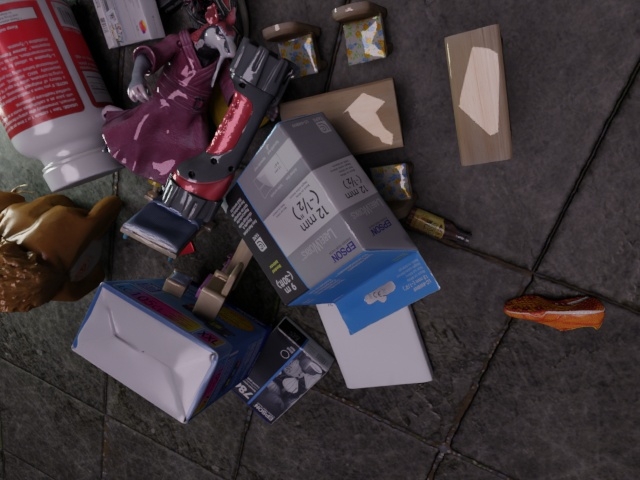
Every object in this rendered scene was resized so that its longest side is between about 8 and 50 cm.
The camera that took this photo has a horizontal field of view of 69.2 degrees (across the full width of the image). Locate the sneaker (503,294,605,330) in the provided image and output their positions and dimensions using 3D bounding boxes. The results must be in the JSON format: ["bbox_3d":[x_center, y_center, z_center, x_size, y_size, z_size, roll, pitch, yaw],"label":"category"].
[{"bbox_3d":[0.444,0.145,0.889,0.175,0.064,0.067,2,120,24],"label":"sneaker"}]

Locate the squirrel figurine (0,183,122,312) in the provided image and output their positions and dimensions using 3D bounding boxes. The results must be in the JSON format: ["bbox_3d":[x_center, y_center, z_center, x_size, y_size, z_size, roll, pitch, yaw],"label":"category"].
[{"bbox_3d":[-0.761,-0.001,1.123,0.370,0.397,0.281,26,122,1],"label":"squirrel figurine"}]

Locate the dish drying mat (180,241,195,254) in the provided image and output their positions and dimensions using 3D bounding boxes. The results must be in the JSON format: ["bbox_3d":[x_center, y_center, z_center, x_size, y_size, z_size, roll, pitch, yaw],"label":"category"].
[{"bbox_3d":[-0.358,0.021,1.191,0.083,0.008,0.032,-12,104,26],"label":"dish drying mat"}]

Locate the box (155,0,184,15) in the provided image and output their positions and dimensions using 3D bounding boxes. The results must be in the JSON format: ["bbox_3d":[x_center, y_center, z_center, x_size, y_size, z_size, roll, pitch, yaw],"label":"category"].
[{"bbox_3d":[-0.261,-0.601,0.883,0.270,0.060,0.216,-18,102,27],"label":"box"}]

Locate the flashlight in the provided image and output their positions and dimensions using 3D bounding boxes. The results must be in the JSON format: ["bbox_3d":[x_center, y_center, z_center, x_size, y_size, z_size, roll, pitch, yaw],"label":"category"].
[{"bbox_3d":[-0.162,-0.180,0.774,0.103,0.103,0.304,32,108,8],"label":"flashlight"}]

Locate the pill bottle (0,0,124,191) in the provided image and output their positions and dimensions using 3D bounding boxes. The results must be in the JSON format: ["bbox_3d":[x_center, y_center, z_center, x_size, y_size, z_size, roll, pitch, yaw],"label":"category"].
[{"bbox_3d":[-0.598,-0.327,1.027,0.229,0.229,0.408,-15,103,26],"label":"pill bottle"}]

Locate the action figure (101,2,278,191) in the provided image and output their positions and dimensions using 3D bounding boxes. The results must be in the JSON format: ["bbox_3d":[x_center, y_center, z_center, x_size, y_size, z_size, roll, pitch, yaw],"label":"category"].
[{"bbox_3d":[-0.253,-0.281,0.898,0.248,0.276,0.370,18,119,-36],"label":"action figure"}]

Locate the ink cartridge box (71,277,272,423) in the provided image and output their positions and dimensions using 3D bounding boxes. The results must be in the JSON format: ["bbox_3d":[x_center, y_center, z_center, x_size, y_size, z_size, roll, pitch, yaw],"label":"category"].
[{"bbox_3d":[-0.281,0.204,1.010,0.270,0.395,0.151,29,91,10],"label":"ink cartridge box"}]

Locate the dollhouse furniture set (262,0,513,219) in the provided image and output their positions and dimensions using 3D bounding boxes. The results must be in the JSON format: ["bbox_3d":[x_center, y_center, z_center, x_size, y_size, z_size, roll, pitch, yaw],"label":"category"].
[{"bbox_3d":[0.103,-0.209,0.777,0.394,0.256,0.362,-6,107,23],"label":"dollhouse furniture set"}]

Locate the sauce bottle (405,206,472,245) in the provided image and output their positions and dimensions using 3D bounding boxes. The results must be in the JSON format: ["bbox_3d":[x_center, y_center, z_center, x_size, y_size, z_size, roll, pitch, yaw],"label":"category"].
[{"bbox_3d":[0.234,-0.027,0.917,0.128,0.042,0.042,23,116,13],"label":"sauce bottle"}]

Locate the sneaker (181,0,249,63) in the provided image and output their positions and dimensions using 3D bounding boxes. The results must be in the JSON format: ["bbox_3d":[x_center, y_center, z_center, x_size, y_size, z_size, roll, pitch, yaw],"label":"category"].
[{"bbox_3d":[-0.216,-0.455,0.839,0.120,0.112,0.299,-4,143,9],"label":"sneaker"}]

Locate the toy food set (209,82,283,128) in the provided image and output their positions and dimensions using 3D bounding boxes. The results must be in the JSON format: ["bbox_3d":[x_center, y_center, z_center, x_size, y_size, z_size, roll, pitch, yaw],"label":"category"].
[{"bbox_3d":[-0.157,-0.282,0.958,0.217,0.071,0.128,1,93,32],"label":"toy food set"}]

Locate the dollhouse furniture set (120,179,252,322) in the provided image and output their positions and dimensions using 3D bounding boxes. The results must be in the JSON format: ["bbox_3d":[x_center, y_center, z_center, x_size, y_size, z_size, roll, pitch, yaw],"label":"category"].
[{"bbox_3d":[-0.272,-0.045,0.973,0.303,0.286,0.198,29,118,-4],"label":"dollhouse furniture set"}]

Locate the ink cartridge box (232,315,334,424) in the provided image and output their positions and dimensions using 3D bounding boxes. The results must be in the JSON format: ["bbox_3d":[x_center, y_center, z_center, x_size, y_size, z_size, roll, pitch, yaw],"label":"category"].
[{"bbox_3d":[-0.125,0.357,1.197,0.165,0.065,0.333,40,120,3],"label":"ink cartridge box"}]

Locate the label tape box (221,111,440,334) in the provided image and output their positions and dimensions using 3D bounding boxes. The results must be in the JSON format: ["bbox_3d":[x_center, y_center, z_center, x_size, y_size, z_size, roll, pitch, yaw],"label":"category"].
[{"bbox_3d":[0.000,0.000,0.796,0.348,0.115,0.249,58,138,7],"label":"label tape box"}]

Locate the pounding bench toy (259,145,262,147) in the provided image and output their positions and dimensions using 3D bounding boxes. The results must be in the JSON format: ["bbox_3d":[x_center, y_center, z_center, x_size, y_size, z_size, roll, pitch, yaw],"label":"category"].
[{"bbox_3d":[-0.069,-0.181,0.960,0.083,0.065,0.052,0,111,33],"label":"pounding bench toy"}]

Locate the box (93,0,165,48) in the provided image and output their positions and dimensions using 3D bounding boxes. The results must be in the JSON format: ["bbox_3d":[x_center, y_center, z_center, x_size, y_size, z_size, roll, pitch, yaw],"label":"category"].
[{"bbox_3d":[-0.403,-0.482,0.955,0.186,0.038,0.145,12,123,42],"label":"box"}]

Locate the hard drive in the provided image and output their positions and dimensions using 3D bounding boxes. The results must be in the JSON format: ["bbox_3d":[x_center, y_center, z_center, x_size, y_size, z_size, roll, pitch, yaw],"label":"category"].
[{"bbox_3d":[0.107,0.181,1.048,0.210,0.040,0.319,-14,104,26],"label":"hard drive"}]
